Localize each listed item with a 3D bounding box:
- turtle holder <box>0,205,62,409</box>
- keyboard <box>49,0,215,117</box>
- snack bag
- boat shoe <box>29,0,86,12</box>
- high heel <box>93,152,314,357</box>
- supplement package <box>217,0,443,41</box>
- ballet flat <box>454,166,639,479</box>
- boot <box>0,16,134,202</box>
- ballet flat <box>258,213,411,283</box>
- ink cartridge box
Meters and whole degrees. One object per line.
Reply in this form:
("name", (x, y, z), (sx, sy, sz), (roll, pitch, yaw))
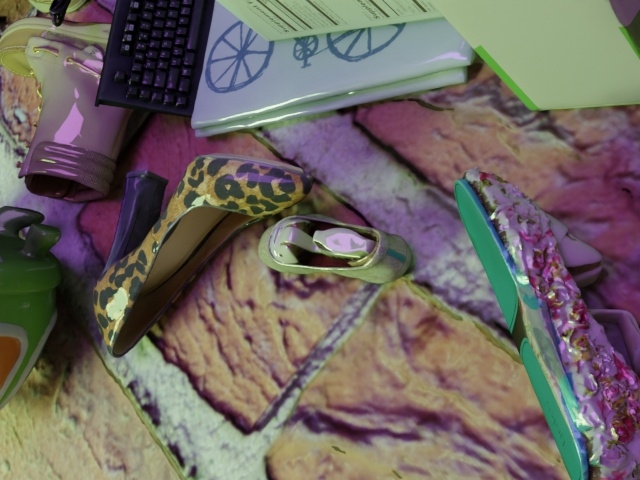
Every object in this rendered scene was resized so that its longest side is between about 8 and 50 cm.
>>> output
("turtle holder", (-0.427, 0.070, 0.891), (0.320, 0.243, 0.228), (13, 97, 32))
("keyboard", (-0.202, -0.290, 0.926), (0.201, 0.033, 0.317), (7, 70, -3))
("snack bag", (0.014, -0.281, 0.828), (0.323, 0.037, 0.343), (-8, 67, 35))
("boat shoe", (-0.363, -0.342, 1.143), (0.135, 0.045, 0.050), (1, 72, 39))
("high heel", (-0.110, 0.021, 0.764), (0.261, 0.093, 0.186), (-3, 74, 43))
("supplement package", (0.018, -0.309, 0.682), (0.262, 0.198, 0.199), (3, 74, 37))
("ballet flat", (0.162, 0.049, 0.554), (0.077, 0.091, 0.241), (-16, 62, -2))
("boot", (-0.316, -0.153, 0.991), (0.261, 0.095, 0.204), (11, 77, 30))
("ballet flat", (0.000, 0.000, 0.706), (0.168, 0.052, 0.057), (4, 73, 39))
("ink cartridge box", (0.179, -0.257, 0.578), (0.114, 0.198, 0.273), (2, 72, 40))
